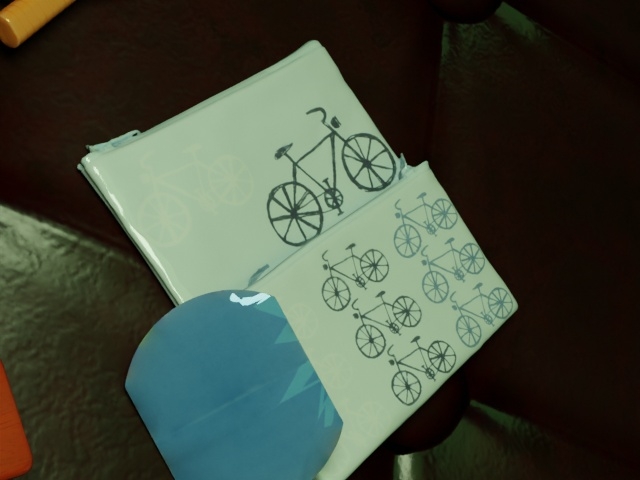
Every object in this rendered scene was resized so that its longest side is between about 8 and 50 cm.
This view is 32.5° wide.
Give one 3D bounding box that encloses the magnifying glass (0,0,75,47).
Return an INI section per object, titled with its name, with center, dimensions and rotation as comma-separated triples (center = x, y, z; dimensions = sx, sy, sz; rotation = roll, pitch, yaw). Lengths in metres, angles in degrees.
[magnifying glass]
center = -0.191, -0.230, 0.920
dimensions = 0.231, 0.026, 0.092
rotation = -53, 129, -40

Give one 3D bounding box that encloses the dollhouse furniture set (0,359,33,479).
[dollhouse furniture set]
center = -0.279, 0.124, 0.617
dimensions = 0.259, 0.135, 0.262
rotation = -10, 75, -51

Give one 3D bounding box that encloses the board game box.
[board game box]
center = -0.067, 0.123, 0.851
dimensions = 0.133, 0.033, 0.169
rotation = -29, 90, -3

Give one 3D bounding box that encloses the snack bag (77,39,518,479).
[snack bag]
center = 0.000, 0.000, 0.973
dimensions = 0.323, 0.037, 0.342
rotation = -35, 91, -40
